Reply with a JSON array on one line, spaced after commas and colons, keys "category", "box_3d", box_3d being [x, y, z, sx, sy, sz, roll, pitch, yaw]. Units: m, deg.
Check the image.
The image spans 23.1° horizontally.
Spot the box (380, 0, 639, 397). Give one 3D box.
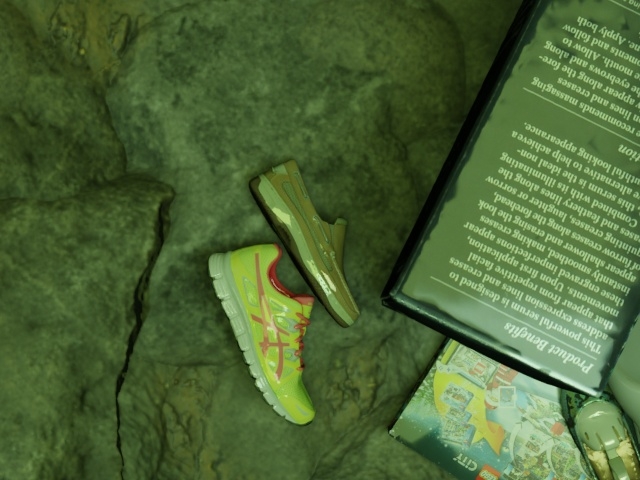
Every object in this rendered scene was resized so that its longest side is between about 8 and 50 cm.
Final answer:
[{"category": "box", "box_3d": [0.237, -0.072, 1.521, 0.212, 0.293, 0.396, 27, 88, 1]}]

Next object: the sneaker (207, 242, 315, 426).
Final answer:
[{"category": "sneaker", "box_3d": [-0.043, 0.097, 1.676, 0.094, 0.081, 0.209, -23, 92, 2]}]

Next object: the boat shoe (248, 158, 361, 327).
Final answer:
[{"category": "boat shoe", "box_3d": [0.000, 0.000, 1.676, 0.072, 0.068, 0.190, -31, 92, -7]}]

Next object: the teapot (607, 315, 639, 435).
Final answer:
[{"category": "teapot", "box_3d": [0.424, 0.122, 1.602, 0.256, 0.253, 0.187, -24, 128, 23]}]

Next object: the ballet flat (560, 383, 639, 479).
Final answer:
[{"category": "ballet flat", "box_3d": [0.306, 0.224, 1.630, 0.070, 0.070, 0.188, -25, 93, 4]}]

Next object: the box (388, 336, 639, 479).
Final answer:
[{"category": "box", "box_3d": [0.211, 0.201, 1.687, 0.233, 0.044, 0.159, 33, 95, 0]}]
